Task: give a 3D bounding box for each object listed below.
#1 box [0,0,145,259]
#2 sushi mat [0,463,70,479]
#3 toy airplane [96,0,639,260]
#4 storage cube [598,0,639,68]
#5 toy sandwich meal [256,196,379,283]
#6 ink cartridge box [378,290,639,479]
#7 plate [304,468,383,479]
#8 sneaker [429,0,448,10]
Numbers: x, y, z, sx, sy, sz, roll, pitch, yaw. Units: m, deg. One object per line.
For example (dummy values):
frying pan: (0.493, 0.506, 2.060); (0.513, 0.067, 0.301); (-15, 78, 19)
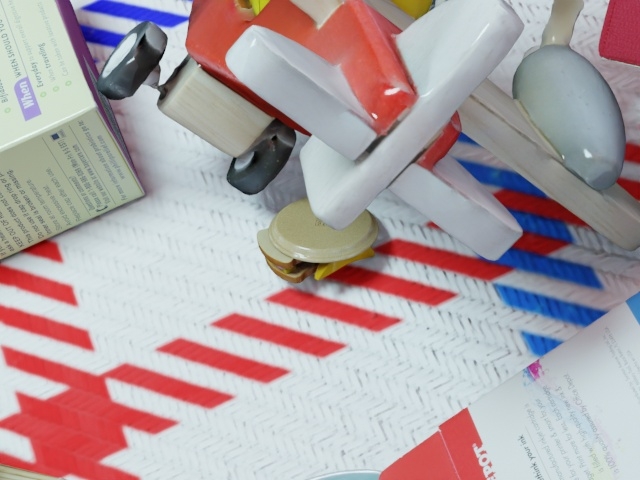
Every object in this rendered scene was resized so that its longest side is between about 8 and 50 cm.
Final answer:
box: (-0.285, -0.092, 1.178); (0.243, 0.117, 0.213); (-24, 56, -2)
sushi mat: (-0.320, 0.200, 1.063); (0.316, 0.019, 0.151); (9, 62, 19)
toy airplane: (0.029, -0.147, 0.952); (0.384, 0.386, 0.272); (34, 87, 22)
storage cube: (0.310, -0.184, 0.996); (0.215, 0.183, 0.193); (18, 101, 23)
toy sandwich meal: (0.000, 0.000, 1.097); (0.085, 0.029, 0.085); (-1, 35, 1)
ink cartridge box: (0.157, 0.133, 0.904); (0.231, 0.078, 0.134); (-35, 36, 12)
plate: (0.019, 0.229, 0.952); (0.188, 0.024, 0.188); (-7, 56, 10)
sneaker: (0.078, -0.179, 1.185); (0.058, 0.052, 0.135); (-12, 48, 19)
